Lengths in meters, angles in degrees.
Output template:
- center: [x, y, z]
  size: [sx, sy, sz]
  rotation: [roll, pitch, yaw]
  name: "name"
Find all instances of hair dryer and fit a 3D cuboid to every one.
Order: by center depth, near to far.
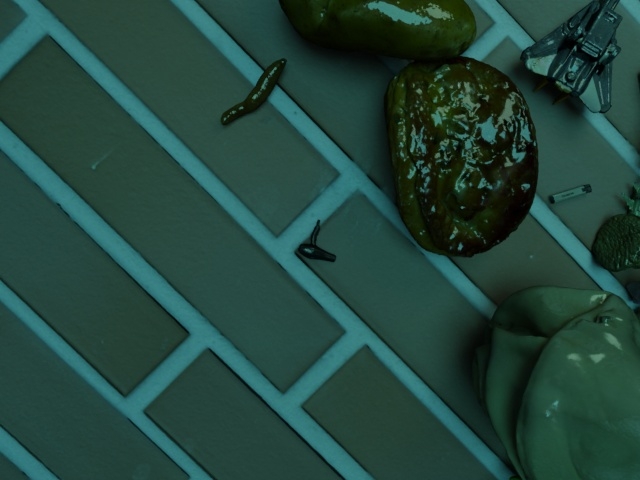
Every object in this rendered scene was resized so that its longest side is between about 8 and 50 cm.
- center: [0.000, 0.000, 0.857]
  size: [0.079, 0.031, 0.083]
  rotation: [16, 83, -13]
  name: "hair dryer"

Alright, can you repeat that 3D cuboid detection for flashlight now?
- center: [0.522, -0.097, 0.875]
  size: [0.083, 0.018, 0.018]
  rotation: [-17, 90, -2]
  name: "flashlight"

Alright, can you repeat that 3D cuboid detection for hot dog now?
- center: [0.251, -0.157, 0.786]
  size: [0.267, 0.174, 0.387]
  rotation: [-10, 91, -4]
  name: "hot dog"

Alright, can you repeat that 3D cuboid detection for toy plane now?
- center: [0.547, -0.421, 0.824]
  size: [0.204, 0.103, 0.316]
  rotation: [32, 90, -2]
  name: "toy plane"
- center: [0.663, -0.078, 0.875]
  size: [0.080, 0.033, 0.083]
  rotation: [7, 92, -17]
  name: "toy plane"

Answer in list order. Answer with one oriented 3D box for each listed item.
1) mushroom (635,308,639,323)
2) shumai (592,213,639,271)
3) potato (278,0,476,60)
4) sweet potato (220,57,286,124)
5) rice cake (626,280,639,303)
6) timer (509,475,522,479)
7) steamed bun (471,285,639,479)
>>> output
- center: [0.763, 0.162, 0.863]
  size: [0.223, 0.092, 0.081]
  rotation: [-10, 56, 6]
  name: "mushroom"
- center: [0.633, 0.013, 0.854]
  size: [0.087, 0.099, 0.123]
  rotation: [17, 93, -19]
  name: "shumai"
- center: [0.095, -0.412, 0.754]
  size: [0.369, 0.195, 0.176]
  rotation: [23, 95, 11]
  name: "potato"
- center: [-0.127, -0.290, 0.834]
  size: [0.044, 0.044, 0.179]
  rotation: [44, 97, -3]
  name: "sweet potato"
- center: [0.787, 0.080, 0.849]
  size: [0.298, 0.106, 0.050]
  rotation: [-10, 75, -1]
  name: "rice cake"
- center: [0.466, 0.554, 0.788]
  size: [0.285, 0.285, 0.285]
  rotation: [0, 92, -2]
  name: "timer"
- center: [0.402, 0.254, 0.743]
  size: [0.255, 0.367, 0.342]
  rotation: [5, 131, 20]
  name: "steamed bun"
